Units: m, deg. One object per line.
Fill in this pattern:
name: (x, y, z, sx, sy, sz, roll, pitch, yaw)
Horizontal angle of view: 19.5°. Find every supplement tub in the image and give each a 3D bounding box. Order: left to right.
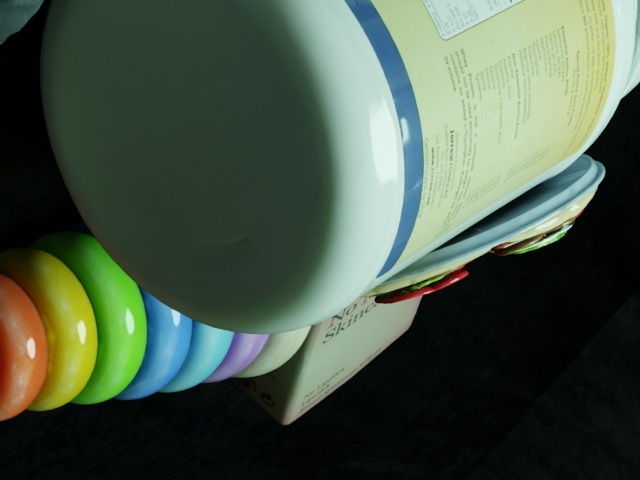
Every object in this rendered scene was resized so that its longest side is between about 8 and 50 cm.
supplement tub: (0.030, -0.106, 1.021, 0.316, 0.228, 0.228, -30, 156, -43)

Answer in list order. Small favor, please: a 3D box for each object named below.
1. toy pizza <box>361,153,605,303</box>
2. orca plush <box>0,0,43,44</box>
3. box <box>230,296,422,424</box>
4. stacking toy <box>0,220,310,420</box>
toy pizza: (0.078, -0.002, 1.123, 0.201, 0.032, 0.201, -21, -170, 4)
orca plush: (-0.179, -0.155, 0.694, 0.151, 0.102, 0.287, -4, 153, -12)
box: (0.000, 0.000, 1.345, 0.149, 0.127, 0.232, -36, 160, -31)
stacking toy: (-0.155, 0.051, 1.115, 0.330, 0.141, 0.141, -17, 146, -47)
